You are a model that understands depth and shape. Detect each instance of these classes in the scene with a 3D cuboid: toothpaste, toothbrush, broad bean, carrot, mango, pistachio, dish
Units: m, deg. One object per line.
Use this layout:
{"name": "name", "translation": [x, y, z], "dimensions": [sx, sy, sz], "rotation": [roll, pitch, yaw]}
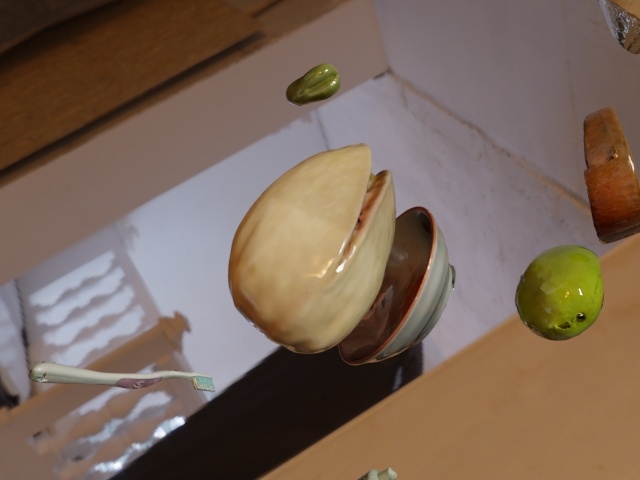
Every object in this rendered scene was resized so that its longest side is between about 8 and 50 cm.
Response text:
{"name": "toothpaste", "translation": [0.032, 0.394, 1.239], "dimensions": [0.041, 0.218, 0.064], "rotation": [39, 29, -15]}
{"name": "toothbrush", "translation": [-0.164, 0.118, 0.725], "dimensions": [0.204, 0.017, 0.022], "rotation": [17, 30, -52]}
{"name": "broad bean", "translation": [-0.012, -0.204, 1.114], "dimensions": [0.083, 0.063, 0.045], "rotation": [-15, -61, 42]}
{"name": "carrot", "translation": [0.578, -0.134, 1.676], "dimensions": [0.307, 0.100, 0.258], "rotation": [-77, 150, -53]}
{"name": "mango", "translation": [0.244, 0.043, 0.859], "dimensions": [0.074, 0.091, 0.165], "rotation": [65, 20, -15]}
{"name": "pistachio", "translation": [0.000, 0.000, 1.058], "dimensions": [0.193, 0.318, 0.214], "rotation": [39, -35, -16]}
{"name": "dish", "translation": [0.128, 0.082, 1.261], "dimensions": [0.085, 0.260, 0.260], "rotation": [26, -3, -16]}

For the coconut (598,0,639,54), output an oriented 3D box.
{"name": "coconut", "translation": [0.553, -0.406, 1.319], "dimensions": [0.239, 0.239, 0.244], "rotation": [51, -47, 36]}
